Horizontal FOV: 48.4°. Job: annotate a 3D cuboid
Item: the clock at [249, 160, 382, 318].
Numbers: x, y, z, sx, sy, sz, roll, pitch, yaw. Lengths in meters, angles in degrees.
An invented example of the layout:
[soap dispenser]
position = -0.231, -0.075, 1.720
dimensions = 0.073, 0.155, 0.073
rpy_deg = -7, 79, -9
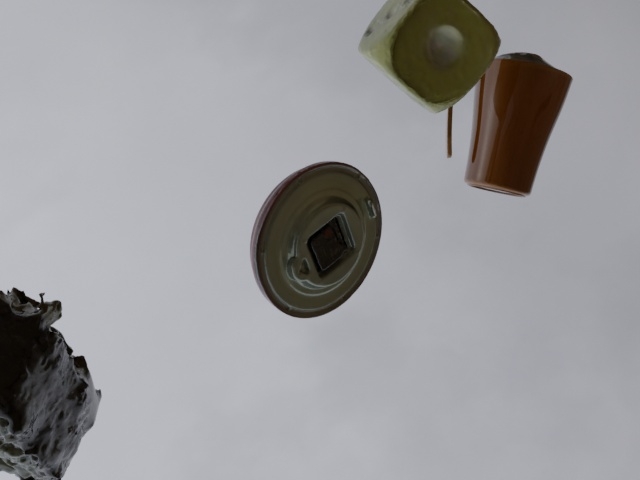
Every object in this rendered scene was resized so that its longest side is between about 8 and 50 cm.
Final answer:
[clock]
position = 0.001, 0.001, 1.066
dimensions = 0.244, 0.056, 0.244
rpy_deg = -17, -62, -35

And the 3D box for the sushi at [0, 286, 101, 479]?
[sushi]
position = -0.283, 0.125, 0.633
dimensions = 0.147, 0.212, 0.115
rpy_deg = 10, -127, 15

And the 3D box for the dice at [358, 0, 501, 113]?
[dice]
position = 0.177, -0.326, 1.183
dimensions = 0.169, 0.166, 0.169
rpy_deg = 37, -169, -21

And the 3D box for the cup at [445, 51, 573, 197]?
[cup]
position = 0.348, -0.228, 1.377
dimensions = 0.226, 0.182, 0.264
rpy_deg = 13, -86, 2
